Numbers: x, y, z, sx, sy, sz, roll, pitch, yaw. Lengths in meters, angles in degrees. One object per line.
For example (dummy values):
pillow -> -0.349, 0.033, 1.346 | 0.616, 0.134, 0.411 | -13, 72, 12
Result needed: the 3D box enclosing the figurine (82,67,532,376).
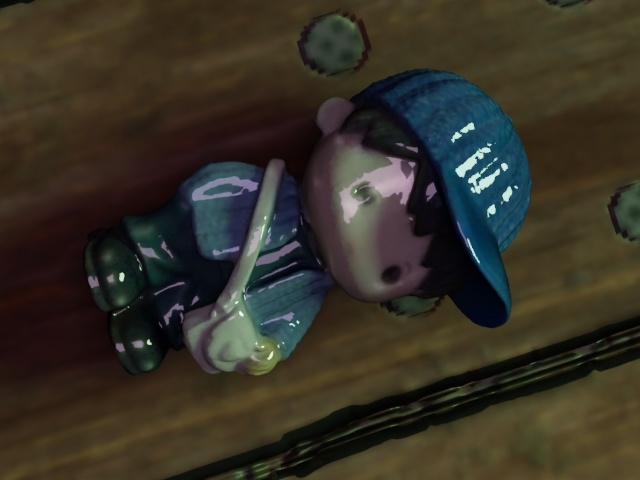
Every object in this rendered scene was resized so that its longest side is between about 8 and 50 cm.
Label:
figurine -> -0.001, -0.003, 0.496 | 0.136, 0.079, 0.077 | -15, 111, 12
